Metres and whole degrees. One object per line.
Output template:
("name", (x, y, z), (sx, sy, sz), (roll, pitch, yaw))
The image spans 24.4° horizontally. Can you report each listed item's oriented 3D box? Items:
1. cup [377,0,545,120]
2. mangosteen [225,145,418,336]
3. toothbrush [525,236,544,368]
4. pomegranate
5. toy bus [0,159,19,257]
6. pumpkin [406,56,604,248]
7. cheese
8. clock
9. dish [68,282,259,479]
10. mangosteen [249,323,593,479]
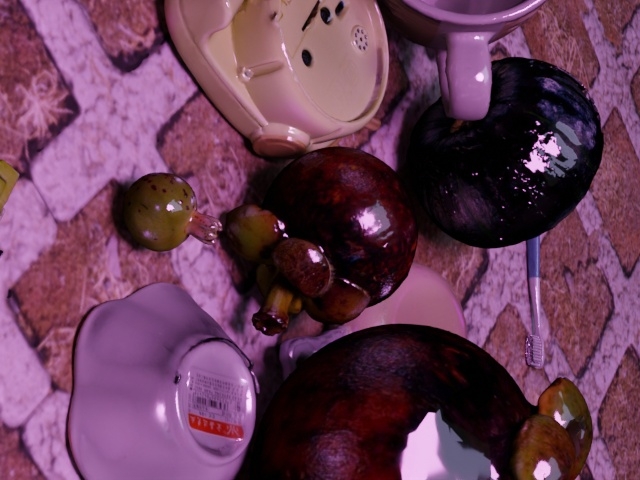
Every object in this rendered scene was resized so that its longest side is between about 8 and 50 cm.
("cup", (0.153, -0.268, 1.597), (0.257, 0.227, 0.301), (82, 6, -80))
("mangosteen", (0.004, -0.007, 1.420), (0.184, 0.172, 0.172), (-7, 87, -30))
("toothbrush", (0.273, 0.028, 1.902), (0.025, 0.019, 0.275), (16, 68, -43))
("pomegranate", (-0.132, -0.027, 1.293), (0.073, 0.085, 0.073), (16, 72, -62))
("toy bus", (-0.324, 0.042, 0.993), (0.139, 0.113, 0.301), (45, 48, -34))
("pumpkin", (0.207, -0.096, 1.662), (0.163, 0.233, 0.233), (41, 50, -28))
("cheese", (0.050, 0.110, 1.523), (0.286, 0.082, 0.163), (-15, 92, -52))
("clock", (-0.018, -0.195, 1.488), (0.308, 0.096, 0.235), (56, 41, -32))
("dish", (-0.114, 0.142, 1.280), (0.229, 0.081, 0.229), (18, 68, -52))
("mangosteen", (0.086, 0.221, 1.328), (0.311, 0.311, 0.311), (19, 67, -51))
